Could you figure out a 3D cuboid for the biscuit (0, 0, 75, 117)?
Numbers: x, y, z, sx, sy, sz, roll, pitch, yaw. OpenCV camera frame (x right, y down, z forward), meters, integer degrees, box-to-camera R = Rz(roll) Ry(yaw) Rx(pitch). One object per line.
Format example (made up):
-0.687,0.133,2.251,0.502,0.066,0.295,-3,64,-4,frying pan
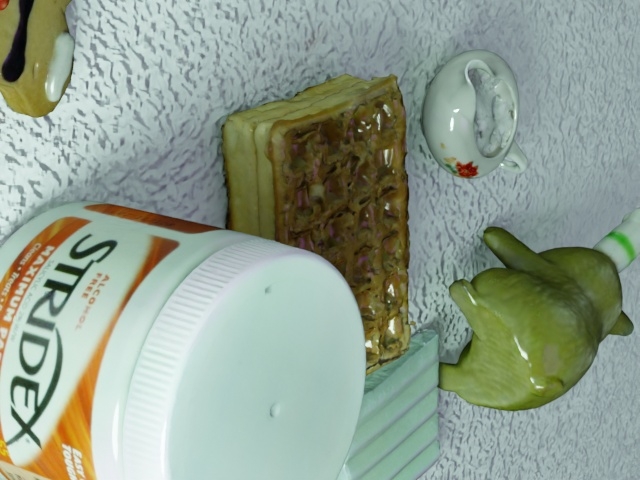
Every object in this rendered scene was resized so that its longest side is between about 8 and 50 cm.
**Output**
-0.277,-0.178,1.030,0.302,0.049,0.196,3,95,-53,biscuit

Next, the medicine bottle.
-0.128,0.107,1.152,0.252,0.241,0.252,-21,117,-51,medicine bottle

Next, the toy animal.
0.283,0.079,1.778,0.363,0.180,0.181,-36,135,-52,toy animal

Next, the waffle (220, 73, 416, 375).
0.001,0.000,1.426,0.213,0.091,0.307,-26,120,-47,waffle

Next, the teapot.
0.173,-0.138,1.620,0.226,0.092,0.145,43,68,-52,teapot

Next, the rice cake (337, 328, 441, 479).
0.077,0.219,1.642,0.198,0.037,0.189,-24,118,-49,rice cake
